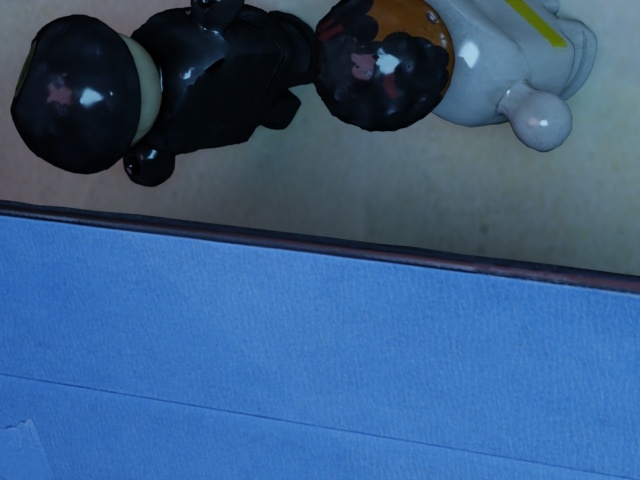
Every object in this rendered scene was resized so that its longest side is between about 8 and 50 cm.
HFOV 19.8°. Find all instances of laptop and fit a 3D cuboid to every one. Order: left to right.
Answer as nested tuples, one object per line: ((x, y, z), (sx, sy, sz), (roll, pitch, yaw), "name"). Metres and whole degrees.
((-0.040, 0.227, 0.545), (0.382, 0.236, 0.407), (7, 68, 28), "laptop")

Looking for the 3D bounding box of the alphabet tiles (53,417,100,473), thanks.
((-0.122, 0.117, 0.738), (0.278, 0.021, 0.284), (54, 149, -13), "alphabet tiles")

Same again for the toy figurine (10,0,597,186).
((0.000, 0.000, 0.687), (0.210, 0.148, 0.213), (-2, 97, 38), "toy figurine")
